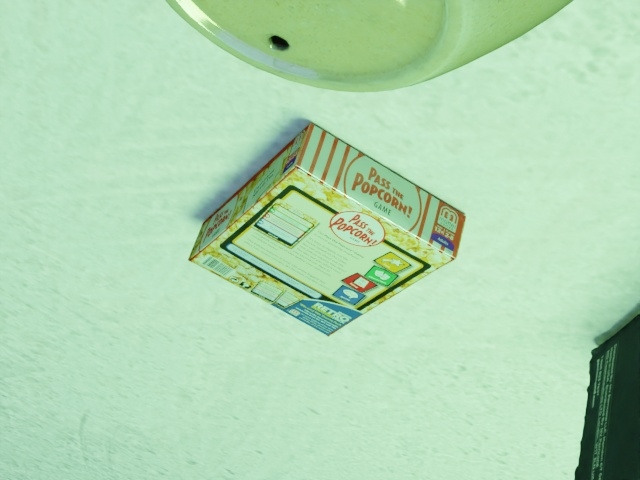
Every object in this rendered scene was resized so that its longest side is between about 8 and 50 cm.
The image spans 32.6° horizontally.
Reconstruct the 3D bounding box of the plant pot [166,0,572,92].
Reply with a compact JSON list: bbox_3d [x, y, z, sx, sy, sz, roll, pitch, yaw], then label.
[{"bbox_3d":[0.020,-0.175,0.443,0.284,0.190,0.284,16,154,8],"label":"plant pot"}]

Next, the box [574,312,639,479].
[{"bbox_3d":[0.383,0.140,0.787,0.296,0.182,0.294,20,146,-4],"label":"box"}]

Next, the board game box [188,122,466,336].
[{"bbox_3d":[0.000,0.000,0.882,0.147,0.045,0.193,30,145,-18],"label":"board game box"}]
